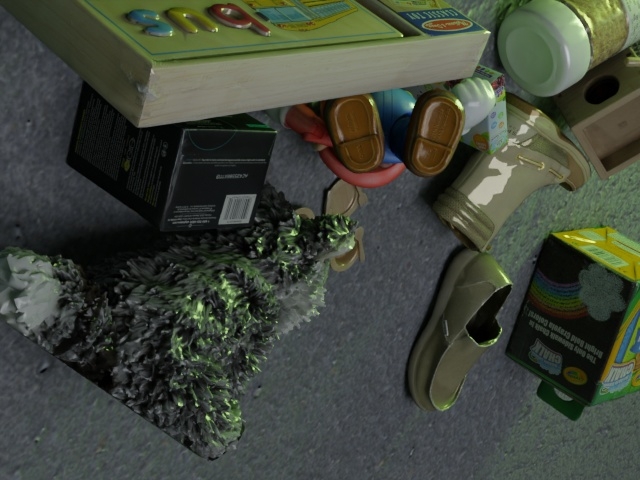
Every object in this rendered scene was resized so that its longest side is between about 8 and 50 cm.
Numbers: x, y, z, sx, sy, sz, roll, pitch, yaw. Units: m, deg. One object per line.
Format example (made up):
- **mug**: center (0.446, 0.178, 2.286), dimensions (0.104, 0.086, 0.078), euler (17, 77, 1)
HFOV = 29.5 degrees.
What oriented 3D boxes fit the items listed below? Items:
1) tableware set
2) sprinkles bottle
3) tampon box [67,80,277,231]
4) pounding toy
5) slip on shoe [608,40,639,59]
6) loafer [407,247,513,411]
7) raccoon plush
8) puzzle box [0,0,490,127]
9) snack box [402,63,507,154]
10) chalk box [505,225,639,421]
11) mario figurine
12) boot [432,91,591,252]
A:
- **tableware set**: center (0.000, 0.000, 1.506), dimensions (0.168, 0.020, 0.141), euler (-31, 135, -30)
- **sprinkles bottle**: center (0.397, -0.317, 1.643), dimensions (0.355, 0.121, 0.121), euler (-32, 135, -30)
- **tampon box**: center (-0.144, -0.089, 1.171), dimensions (0.120, 0.161, 0.102), euler (-4, 118, -45)
- **pounding toy**: center (0.433, -0.214, 1.682), dimensions (0.206, 0.094, 0.181), euler (-31, 134, 13)
- **slip on shoe**: center (0.548, -0.318, 1.820), dimensions (0.331, 0.123, 0.101), euler (-38, 142, -31)
- **loafer**: center (0.205, 0.142, 1.771), dimensions (0.102, 0.092, 0.269), euler (-10, 122, -44)
- **raccoon plush**: center (-0.113, 0.030, 1.184), dimensions (0.299, 0.216, 0.446), euler (-55, 166, -11)
- **puzzle box**: center (-0.073, -0.211, 1.057), dimensions (0.408, 0.272, 0.052), euler (-16, 137, -46)
- **snack box**: center (0.159, -0.174, 1.462), dimensions (0.037, 0.141, 0.100), euler (-38, 138, -25)
- **chalk box**: center (0.437, 0.146, 1.961), dimensions (0.179, 0.180, 0.289), euler (-8, 121, -45)
- **mario figurine**: center (0.054, -0.149, 1.281), dimensions (0.198, 0.320, 0.170), euler (38, 92, -9)
- **boot**: center (0.267, -0.071, 1.693), dimensions (0.203, 0.095, 0.262), euler (-56, 148, 3)
